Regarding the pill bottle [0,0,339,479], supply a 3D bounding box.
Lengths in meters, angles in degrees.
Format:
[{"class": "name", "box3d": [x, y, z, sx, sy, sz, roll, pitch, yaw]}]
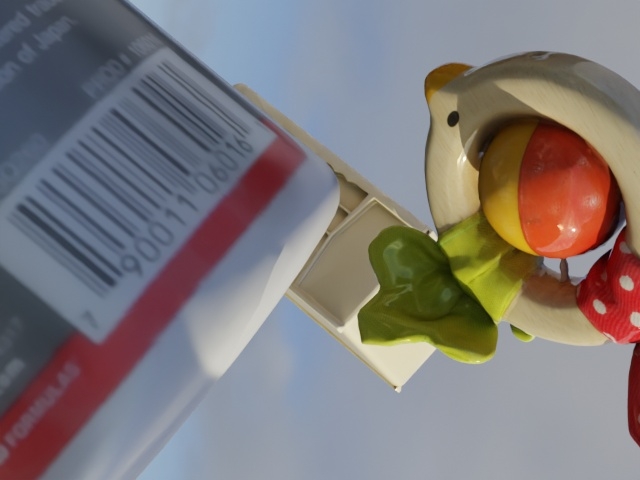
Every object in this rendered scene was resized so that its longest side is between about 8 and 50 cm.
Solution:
[{"class": "pill bottle", "box3d": [-0.150, -0.042, 0.392, 0.161, 0.283, 0.161, -50, -178, 3]}]

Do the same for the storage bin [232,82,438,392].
[{"class": "storage bin", "box3d": [0.000, 0.000, 1.476, 0.260, 0.123, 0.262, 40, -3, 23]}]

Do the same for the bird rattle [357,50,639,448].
[{"class": "bird rattle", "box3d": [0.130, 0.003, 0.814, 0.253, 0.143, 0.207, 18, -53, 49]}]
